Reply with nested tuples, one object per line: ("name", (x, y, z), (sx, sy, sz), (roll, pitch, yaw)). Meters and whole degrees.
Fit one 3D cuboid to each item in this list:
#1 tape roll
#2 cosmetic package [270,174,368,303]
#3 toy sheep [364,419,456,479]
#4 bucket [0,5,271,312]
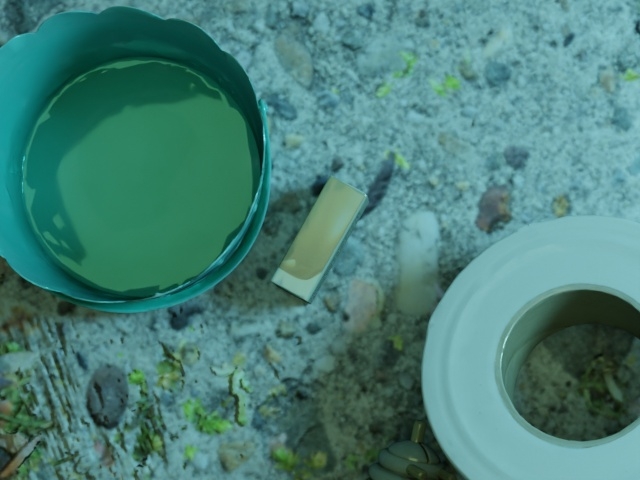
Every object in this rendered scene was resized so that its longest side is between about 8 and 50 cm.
("tape roll", (0.235, 0.125, 1.568), (0.286, 0.100, 0.286), (-5, 67, 12))
("cosmetic package", (0.000, 0.000, 1.656), (0.041, 0.060, 0.115), (29, 86, 5))
("toy sheep", (0.080, 0.229, 1.617), (0.091, 0.091, 0.132), (17, 92, 5))
("bucket", (-0.176, -0.067, 1.610), (0.281, 0.183, 0.281), (0, 85, 4))
